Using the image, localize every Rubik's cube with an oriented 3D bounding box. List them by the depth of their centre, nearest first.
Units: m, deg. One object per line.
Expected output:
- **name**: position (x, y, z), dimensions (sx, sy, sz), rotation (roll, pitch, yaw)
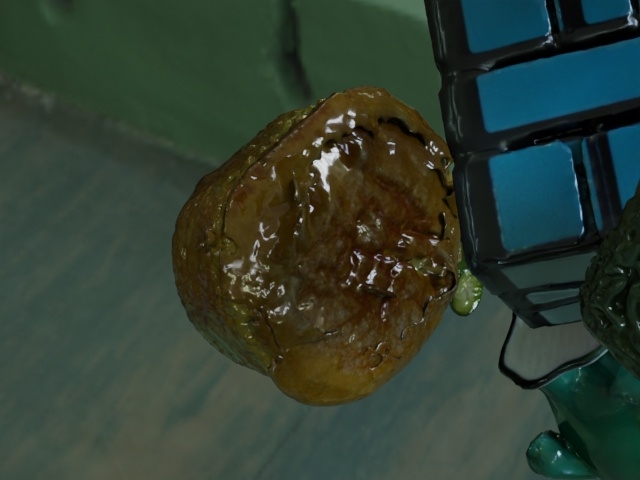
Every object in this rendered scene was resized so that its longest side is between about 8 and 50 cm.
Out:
- **Rubik's cube**: position (0.269, -0.100, 1.392), dimensions (0.288, 0.293, 0.283), rotation (-11, 71, 14)

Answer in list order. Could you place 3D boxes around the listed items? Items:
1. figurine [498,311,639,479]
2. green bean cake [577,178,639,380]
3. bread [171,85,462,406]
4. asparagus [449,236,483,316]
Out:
- **figurine**: position (0.380, 0.171, 1.794), dimensions (0.323, 0.340, 0.231), rotation (-46, 28, 12)
- **green bean cake**: position (0.280, 0.042, 1.116), dimensions (0.094, 0.183, 0.185), rotation (-27, 60, -33)
- **bread**: position (0.002, -0.001, 1.850), dimensions (0.204, 0.337, 0.358), rotation (11, 41, 46)
- **asparagus**: position (0.157, 0.001, 2.096), dimensions (0.067, 0.060, 0.277), rotation (2, 31, -19)
